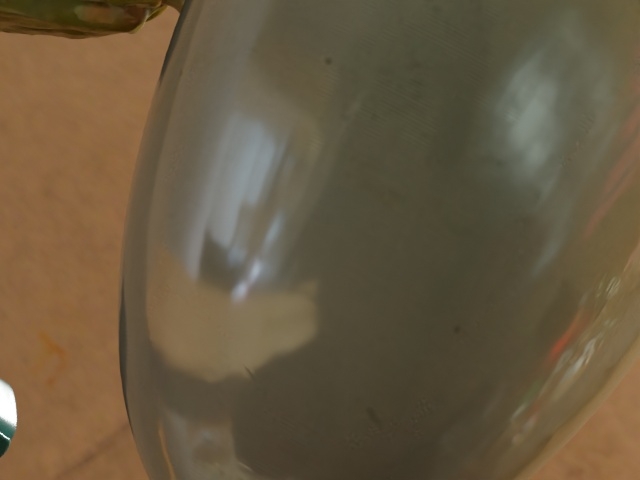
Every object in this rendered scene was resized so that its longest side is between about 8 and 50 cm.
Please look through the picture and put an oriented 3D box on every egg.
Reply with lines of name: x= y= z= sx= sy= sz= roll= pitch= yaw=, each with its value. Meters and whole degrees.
egg: x=0.048 y=-0.042 z=0.779 sx=0.230 sy=0.230 sz=0.371 roll=29 pitch=-100 yaw=-23

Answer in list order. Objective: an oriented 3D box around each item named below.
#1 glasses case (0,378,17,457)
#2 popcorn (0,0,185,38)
glasses case: x=-0.302 y=0.102 z=1.281 sx=0.117 sy=0.070 sz=0.301 roll=-24 pitch=-24 yaw=7
popcorn: x=-0.166 y=-0.253 z=1.232 sx=0.225 sy=0.276 sz=0.276 roll=-1 pitch=-75 yaw=3
